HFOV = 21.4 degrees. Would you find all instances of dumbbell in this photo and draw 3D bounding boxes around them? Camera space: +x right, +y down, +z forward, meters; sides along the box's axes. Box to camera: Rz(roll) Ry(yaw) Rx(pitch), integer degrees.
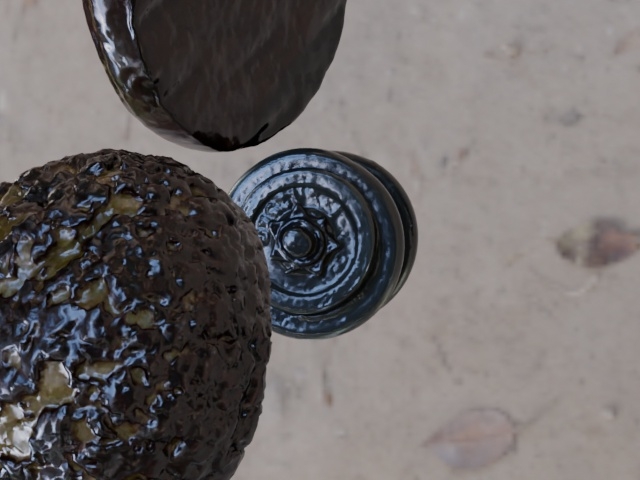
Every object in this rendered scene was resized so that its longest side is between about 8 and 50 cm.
[{"bbox_3d":[0.000,0.000,1.742,0.192,0.290,0.192,0,92,9],"label":"dumbbell"}]

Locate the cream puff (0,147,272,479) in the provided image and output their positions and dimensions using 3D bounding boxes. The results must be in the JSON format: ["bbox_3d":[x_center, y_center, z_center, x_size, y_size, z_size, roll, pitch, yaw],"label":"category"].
[{"bbox_3d":[-0.137,0.059,0.983,0.239,0.164,0.239,-23,62,51],"label":"cream puff"}]

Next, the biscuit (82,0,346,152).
[{"bbox_3d":[-0.097,-0.289,1.657,0.091,0.407,0.407,10,95,30],"label":"biscuit"}]
